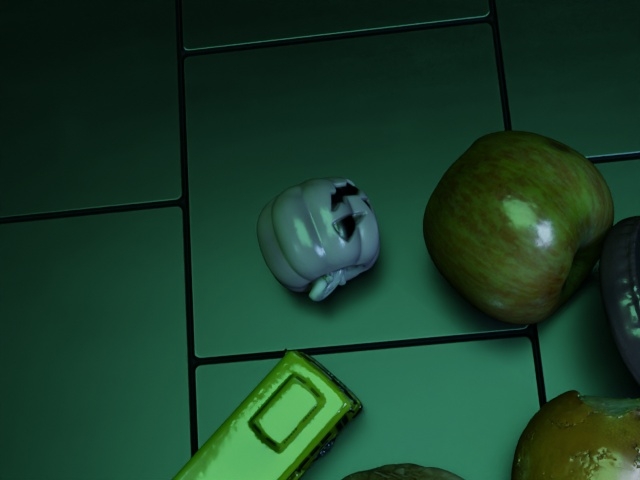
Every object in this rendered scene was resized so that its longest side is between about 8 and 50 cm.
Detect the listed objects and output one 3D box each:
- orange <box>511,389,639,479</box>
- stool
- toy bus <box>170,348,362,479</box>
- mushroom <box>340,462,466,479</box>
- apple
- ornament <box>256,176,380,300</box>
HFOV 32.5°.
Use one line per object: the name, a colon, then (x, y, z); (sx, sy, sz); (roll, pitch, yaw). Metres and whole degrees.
orange: (0.359, 0.306, 1.393); (0.240, 0.240, 0.240); (-2, 74, 6)
stool: (0.499, 0.077, 1.406); (0.178, 0.272, 0.272); (-22, 68, 40)
toy bus: (-0.070, 0.277, 1.496); (0.128, 0.150, 0.262); (41, 82, 14)
mushroom: (0.105, 0.425, 1.436); (0.278, 0.146, 0.278); (-4, 69, 12)
apple: (0.259, -0.027, 1.496); (0.264, 0.264, 0.264); (-2, 74, 6)
ornament: (0.001, 0.000, 1.558); (0.177, 0.177, 0.177); (-2, 74, 6)
